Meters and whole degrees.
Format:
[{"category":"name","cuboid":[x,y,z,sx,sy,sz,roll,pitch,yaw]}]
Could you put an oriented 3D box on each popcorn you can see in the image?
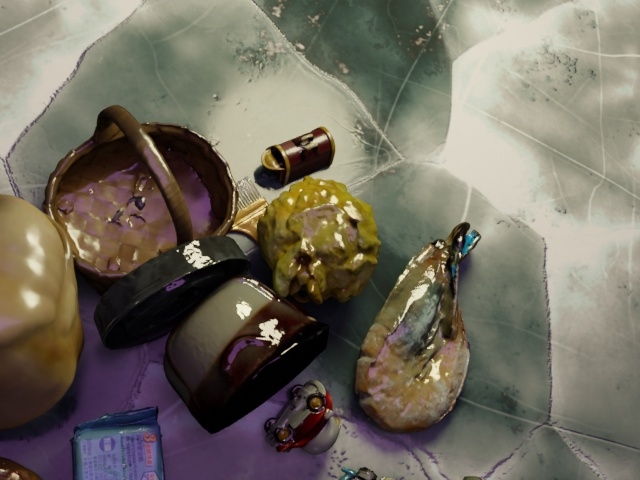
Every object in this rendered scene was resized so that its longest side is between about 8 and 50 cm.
[{"category":"popcorn","cuboid":[0.000,0.000,1.470,0.233,0.192,0.266,31,51,-9]}]

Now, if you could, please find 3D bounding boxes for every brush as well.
[{"category":"brush","cuboid":[-0.102,0.007,1.545,0.103,0.013,0.272,-34,85,-22]}]

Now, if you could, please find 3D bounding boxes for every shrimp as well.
[{"category":"shrimp","cuboid":[0.214,0.161,1.540,0.221,0.110,0.445,29,71,-11]}]

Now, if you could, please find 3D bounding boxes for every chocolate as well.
[{"category":"chocolate","cuboid":[-0.140,0.174,1.355,0.284,0.283,0.186,-33,75,-22]}]

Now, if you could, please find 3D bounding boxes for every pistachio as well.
[{"category":"pistachio","cuboid":[-0.553,0.089,1.242,0.445,0.281,0.365,42,87,8]}]

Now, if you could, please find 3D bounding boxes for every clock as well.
[{"category":"clock","cuboid":[-0.248,0.088,1.339,0.281,0.280,0.055,-27,75,-21]}]

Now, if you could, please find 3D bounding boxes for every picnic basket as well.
[{"category":"picnic basket","cuboid":[-0.300,-0.083,1.357,0.337,0.337,0.293,-30,82,-22]}]

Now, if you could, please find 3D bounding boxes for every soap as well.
[{"category":"soap","cuboid":[-0.328,0.430,1.312,0.156,0.077,0.293,-2,74,-17]}]

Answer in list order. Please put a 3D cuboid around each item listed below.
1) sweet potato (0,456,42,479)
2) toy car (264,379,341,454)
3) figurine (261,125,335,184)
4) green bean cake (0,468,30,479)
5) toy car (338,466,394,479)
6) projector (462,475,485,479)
[{"category":"sweet potato","cuboid":[-0.465,0.415,1.282,0.218,0.051,0.065,36,46,13]},{"category":"toy car","cuboid":[-0.022,0.332,1.423,0.112,0.112,0.139,46,76,-15]},{"category":"figurine","cuboid":[-0.043,-0.173,1.574,0.154,0.098,0.082,-24,84,-24]},{"category":"green bean cake","cuboid":[-0.533,0.410,1.161,0.233,0.097,0.198,-14,79,-30]},{"category":"toy car","cuboid":[0.103,0.468,1.408,0.161,0.098,0.126,34,65,-5]},{"category":"projector","cuboid":[0.288,0.489,1.459,0.083,0.083,0.082,37,67,-2]}]
